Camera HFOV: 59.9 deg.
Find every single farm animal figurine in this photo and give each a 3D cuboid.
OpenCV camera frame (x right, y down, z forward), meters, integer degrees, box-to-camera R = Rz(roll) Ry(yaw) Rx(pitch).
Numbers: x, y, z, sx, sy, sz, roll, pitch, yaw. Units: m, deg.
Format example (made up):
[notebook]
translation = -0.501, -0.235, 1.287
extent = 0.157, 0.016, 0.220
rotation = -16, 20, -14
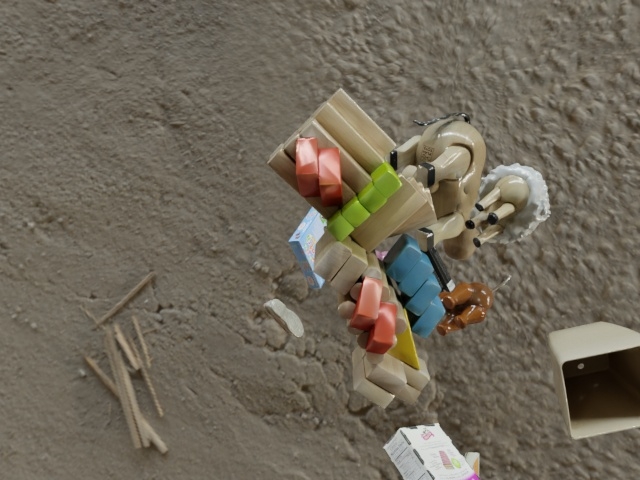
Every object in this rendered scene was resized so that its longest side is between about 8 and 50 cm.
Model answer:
[farm animal figurine]
translation = 0.167, -0.046, 0.830
extent = 0.330, 0.172, 0.326
rotation = 44, 146, 32

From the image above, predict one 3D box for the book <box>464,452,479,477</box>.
[book]
translation = 0.394, 0.621, 1.449
extent = 0.035, 0.144, 0.096
rotation = -6, 82, 21

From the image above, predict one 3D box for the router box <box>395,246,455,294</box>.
[router box]
translation = 0.269, 0.104, 1.459
extent = 0.133, 0.046, 0.178
rotation = -25, 93, 35

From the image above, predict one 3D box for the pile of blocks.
[pile of blocks]
translation = 0.064, 0.027, 0.576
extent = 0.149, 0.112, 0.362
rotation = -19, 108, 7

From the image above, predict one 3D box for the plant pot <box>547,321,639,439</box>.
[plant pot]
translation = 0.334, 0.158, 0.674
extent = 0.109, 0.096, 0.109
rotation = -14, 107, 6

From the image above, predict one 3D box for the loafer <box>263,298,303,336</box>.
[loafer]
translation = -0.089, 0.188, 1.349
extent = 0.039, 0.045, 0.125
rotation = -12, 126, 41

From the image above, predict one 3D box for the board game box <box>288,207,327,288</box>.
[board game box]
translation = 0.000, 0.000, 1.492
extent = 0.039, 0.211, 0.160
rotation = -4, 125, 30

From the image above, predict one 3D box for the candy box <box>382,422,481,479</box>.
[candy box]
translation = 0.262, 0.514, 1.196
extent = 0.071, 0.159, 0.233
rotation = -55, 48, 21
